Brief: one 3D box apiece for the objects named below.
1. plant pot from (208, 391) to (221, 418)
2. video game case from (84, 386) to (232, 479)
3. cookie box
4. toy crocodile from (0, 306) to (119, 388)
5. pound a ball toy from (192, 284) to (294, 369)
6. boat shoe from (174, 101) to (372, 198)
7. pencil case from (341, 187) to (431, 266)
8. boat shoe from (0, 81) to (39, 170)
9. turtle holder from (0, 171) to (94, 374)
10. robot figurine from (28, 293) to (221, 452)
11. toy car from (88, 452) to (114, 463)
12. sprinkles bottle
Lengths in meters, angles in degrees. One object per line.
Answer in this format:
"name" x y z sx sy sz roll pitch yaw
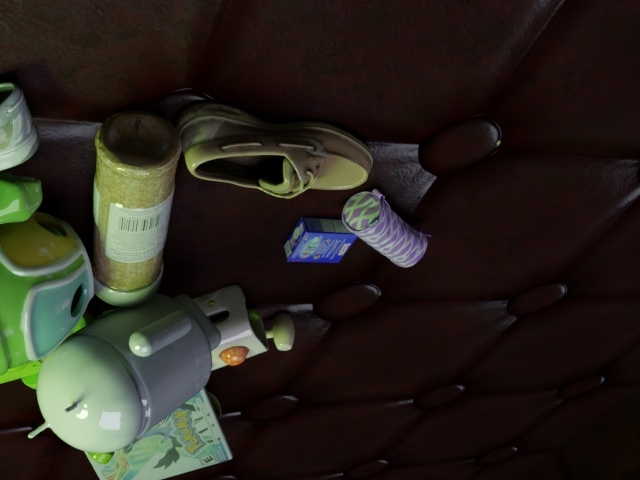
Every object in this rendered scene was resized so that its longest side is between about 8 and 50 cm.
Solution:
"plant pot" -0.287 0.400 2.126 0.079 0.083 0.083 -27 148 37
"video game case" -0.380 0.409 2.021 0.300 0.036 0.328 -16 127 -1
"cookie box" 0.000 0.000 1.668 0.107 0.040 0.092 3 143 -28
"toy crocodile" -0.491 0.191 1.695 0.341 0.105 0.115 -20 147 13
"pound a ball toy" -0.217 0.218 1.815 0.319 0.135 0.208 -19 148 5
"boat shoe" -0.060 -0.114 1.400 0.341 0.110 0.121 7 141 -32
"pencil case" 0.119 -0.022 1.656 0.088 0.086 0.206 -51 143 2
"boat shoe" -0.530 -0.125 1.174 0.321 0.118 0.103 -14 142 -11
"turtle holder" -0.476 0.039 1.371 0.228 0.243 0.320 -23 117 -28
"robot figurine" -0.319 0.216 1.517 0.353 0.200 0.300 -33 166 -50
"toy car" -0.456 0.325 1.852 0.188 0.149 0.155 39 92 -10
"sprinkles bottle" -0.288 -0.038 1.403 0.121 0.121 0.355 -4 146 -19
